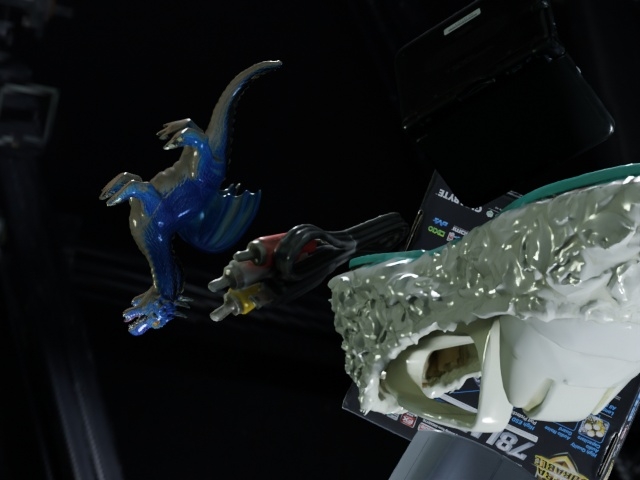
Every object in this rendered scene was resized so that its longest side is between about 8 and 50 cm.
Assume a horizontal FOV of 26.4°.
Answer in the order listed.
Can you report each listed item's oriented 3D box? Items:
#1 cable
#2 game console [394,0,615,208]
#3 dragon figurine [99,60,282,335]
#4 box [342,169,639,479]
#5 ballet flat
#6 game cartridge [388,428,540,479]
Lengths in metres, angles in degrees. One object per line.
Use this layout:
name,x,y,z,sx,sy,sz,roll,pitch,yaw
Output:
cable,0.000,0.000,1.515,0.072,0.139,0.287,44,-135,17
game console,0.120,-0.100,0.911,0.071,0.122,0.107,31,-139,-40
dragon figurine,-0.116,-0.041,1.350,0.144,0.289,0.085,45,173,-21
box,0.208,0.107,1.469,0.296,0.293,0.073,23,-169,20
ballet flat,0.131,0.056,0.870,0.147,0.409,0.147,4,-101,-23
game cartridge,0.154,0.306,1.198,0.294,0.060,0.196,45,-119,-26
